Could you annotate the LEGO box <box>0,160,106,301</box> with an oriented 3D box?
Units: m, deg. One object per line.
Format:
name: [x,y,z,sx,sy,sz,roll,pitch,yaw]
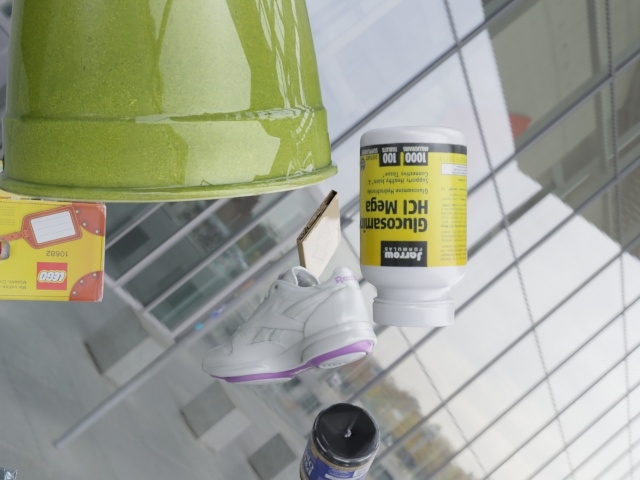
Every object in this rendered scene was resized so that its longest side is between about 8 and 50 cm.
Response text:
LEGO box: [-0.671,-0.035,1.482,0.372,0.499,0.193,-132,-133,-69]

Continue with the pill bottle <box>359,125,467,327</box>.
pill bottle: [0.161,-0.023,1.338,0.188,0.187,0.334,-172,-98,-83]

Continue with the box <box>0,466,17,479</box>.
box: [-0.448,0.313,1.001,0.083,0.067,0.018,23,40,-26]

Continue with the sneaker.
sneaker: [-0.053,0.127,1.133,0.114,0.305,0.152,14,61,-53]

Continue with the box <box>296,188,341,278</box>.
box: [0.000,0.000,1.800,0.021,0.164,0.201,23,-31,20]

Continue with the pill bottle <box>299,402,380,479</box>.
pill bottle: [0.028,0.404,1.409,0.123,0.122,0.219,48,-37,29]

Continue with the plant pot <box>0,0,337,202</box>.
plant pot: [-0.164,-0.244,0.815,0.366,0.366,0.353,-142,-130,-69]
